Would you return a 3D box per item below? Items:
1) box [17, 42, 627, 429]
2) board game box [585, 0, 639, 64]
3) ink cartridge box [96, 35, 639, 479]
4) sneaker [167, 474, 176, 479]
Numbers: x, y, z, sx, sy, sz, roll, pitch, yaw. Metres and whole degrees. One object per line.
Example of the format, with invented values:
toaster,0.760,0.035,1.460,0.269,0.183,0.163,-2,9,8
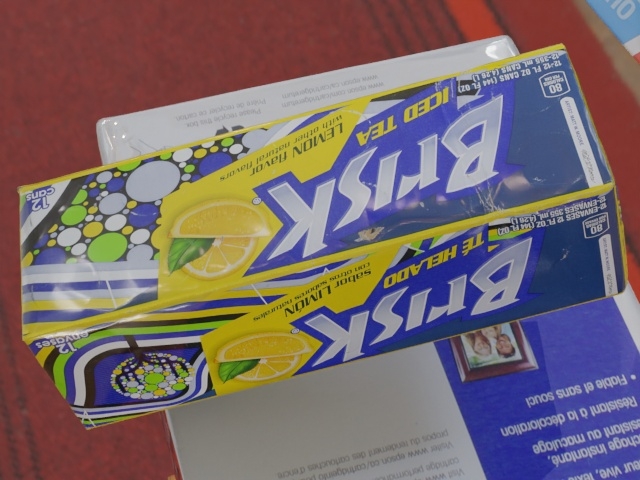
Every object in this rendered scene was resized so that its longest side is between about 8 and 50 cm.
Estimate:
box,0.000,0.000,0.434,0.169,0.054,0.059,-15,52,5
board game box,0.223,-0.164,0.688,0.316,0.064,0.242,-25,73,-43
ink cartridge box,0.040,0.084,0.478,0.165,0.065,0.332,-12,55,-10
sneaker,-0.193,0.352,1.466,0.123,0.106,0.290,18,48,31
